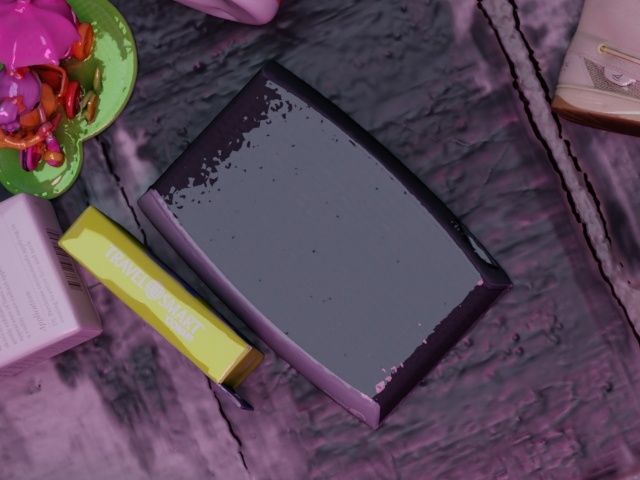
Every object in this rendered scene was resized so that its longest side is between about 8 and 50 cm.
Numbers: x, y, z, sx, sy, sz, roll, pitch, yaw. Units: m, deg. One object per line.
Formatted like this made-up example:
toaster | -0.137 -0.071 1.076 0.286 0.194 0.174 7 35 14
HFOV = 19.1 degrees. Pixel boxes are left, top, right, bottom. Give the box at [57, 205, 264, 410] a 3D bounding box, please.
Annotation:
box | -0.108 0.052 1.402 0.178 0.109 0.042 41 88 7

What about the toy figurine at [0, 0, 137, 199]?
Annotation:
toy figurine | -0.218 -0.122 1.404 0.130 0.159 0.173 11 87 6

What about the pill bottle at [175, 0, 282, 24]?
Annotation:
pill bottle | -0.056 -0.318 1.405 0.161 0.161 0.283 22 88 7

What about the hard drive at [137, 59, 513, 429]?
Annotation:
hard drive | 0.000 0.000 1.425 0.254 0.054 0.172 44 90 7

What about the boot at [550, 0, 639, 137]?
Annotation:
boot | 0.288 -0.152 1.401 0.213 0.077 0.165 11 85 12

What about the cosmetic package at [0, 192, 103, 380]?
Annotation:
cosmetic package | -0.294 0.064 1.433 0.231 0.085 0.117 -24 83 5
